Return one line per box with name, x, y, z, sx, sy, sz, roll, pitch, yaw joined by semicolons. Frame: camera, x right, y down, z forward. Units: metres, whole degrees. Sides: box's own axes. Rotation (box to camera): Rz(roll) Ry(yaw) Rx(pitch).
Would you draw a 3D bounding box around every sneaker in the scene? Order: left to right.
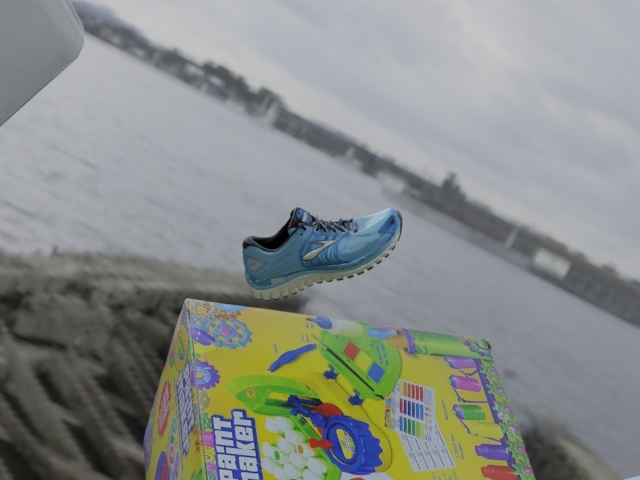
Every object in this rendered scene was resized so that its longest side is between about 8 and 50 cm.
sneaker;0.000;0.000;1.441;0.063;0.162;0.073;-108;178;-71

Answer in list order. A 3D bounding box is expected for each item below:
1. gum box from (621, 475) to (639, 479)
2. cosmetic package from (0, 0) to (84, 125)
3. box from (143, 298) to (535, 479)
gum box;0.221;0.168;0.821;0.184;0.041;0.157;-13;15;-6
cosmetic package;-0.336;-0.138;0.401;0.329;0.327;0.394;36;-16;31
box;0.014;0.216;1.237;0.279;0.177;0.290;9;34;-15
